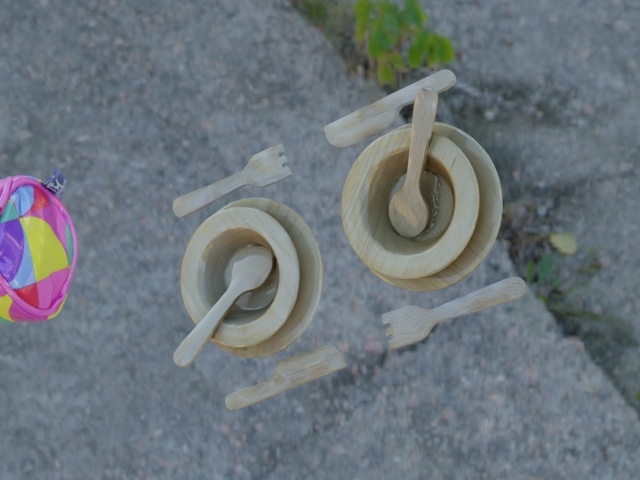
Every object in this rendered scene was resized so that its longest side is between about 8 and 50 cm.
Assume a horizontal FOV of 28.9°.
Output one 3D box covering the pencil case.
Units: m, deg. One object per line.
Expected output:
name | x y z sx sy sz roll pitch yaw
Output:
pencil case | -0.275 0.009 0.835 0.236 0.104 0.104 -7 50 25

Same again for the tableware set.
tableware set | 0.000 0.000 0.640 0.194 0.039 0.128 -24 75 28
